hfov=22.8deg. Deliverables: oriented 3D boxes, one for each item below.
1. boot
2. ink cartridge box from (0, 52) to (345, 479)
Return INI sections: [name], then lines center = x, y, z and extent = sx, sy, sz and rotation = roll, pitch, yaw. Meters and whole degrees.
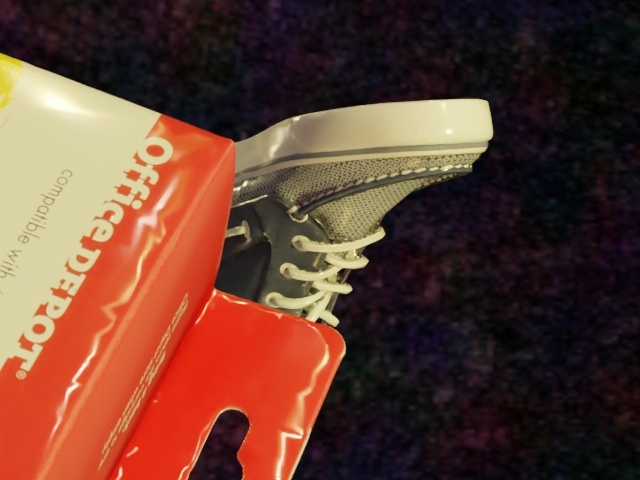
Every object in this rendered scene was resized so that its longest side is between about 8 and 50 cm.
[boot]
center = 0.000, 0.000, 0.605
extent = 0.190, 0.069, 0.086
rotation = -11, 85, 56
[ink cartridge box]
center = -0.114, 0.015, 0.451
extent = 0.078, 0.231, 0.134
rotation = 103, -171, -51
